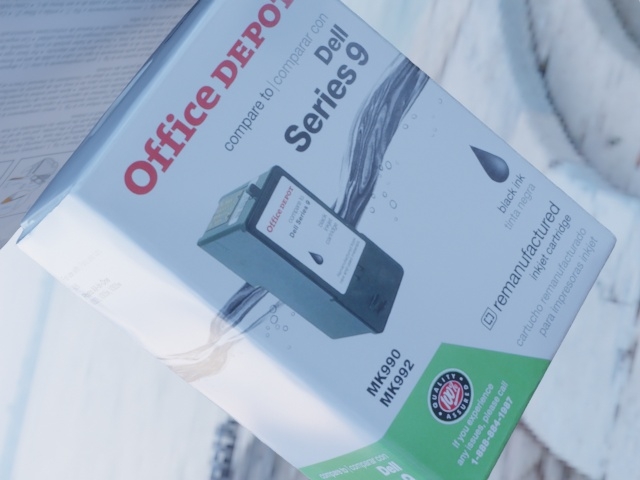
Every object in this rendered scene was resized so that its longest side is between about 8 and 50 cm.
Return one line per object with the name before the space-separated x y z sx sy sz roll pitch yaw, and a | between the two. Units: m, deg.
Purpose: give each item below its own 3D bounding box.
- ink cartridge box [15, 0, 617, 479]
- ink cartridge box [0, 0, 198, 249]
ink cartridge box | 0.000 0.000 0.939 0.211 0.289 0.121 -57 13 -27
ink cartridge box | -0.229 -0.109 0.967 0.385 0.091 0.308 -45 -15 29
